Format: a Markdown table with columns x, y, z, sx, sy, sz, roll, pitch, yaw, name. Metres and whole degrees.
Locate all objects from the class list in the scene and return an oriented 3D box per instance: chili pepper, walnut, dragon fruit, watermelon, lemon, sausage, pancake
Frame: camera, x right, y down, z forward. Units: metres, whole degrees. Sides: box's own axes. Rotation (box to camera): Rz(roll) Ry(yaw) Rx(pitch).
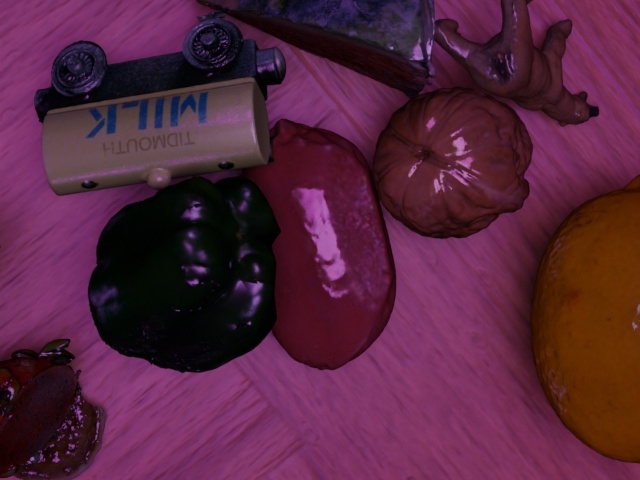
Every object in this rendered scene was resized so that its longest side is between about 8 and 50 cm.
| x | y | z | sx | sy | sz | roll | pitch | yaw | name |
| --- | --- | --- | --- | --- | --- | --- | --- | --- | --- |
| -0.140 | 0.044 | 1.310 | 0.165 | 0.261 | 0.174 | 0 | 69 | -37 | chili pepper |
| 0.136 | -0.075 | 1.372 | 0.155 | 0.184 | 0.155 | 0 | 91 | 26 | walnut |
| -0.317 | 0.167 | 1.338 | 0.175 | 0.138 | 0.142 | 1 | 58 | 17 | dragon fruit |
| 0.019 | -0.234 | 1.341 | 0.231 | 0.310 | 0.193 | -6 | 95 | -44 | watermelon |
| 0.332 | 0.081 | 1.363 | 0.260 | 0.260 | 0.284 | 21 | 92 | -7 | lemon |
| 0.000 | 0.000 | 1.375 | 0.148 | 0.148 | 0.254 | -20 | 94 | -5 | sausage |
| -0.288 | 0.194 | 1.414 | 0.129 | 0.022 | 0.116 | 16 | 92 | -2 | pancake |

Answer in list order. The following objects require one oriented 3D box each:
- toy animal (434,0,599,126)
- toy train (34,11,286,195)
| x | y | z | sx | sy | sz | roll | pitch | yaw | name |
| --- | --- | --- | --- | --- | --- | --- | --- | --- | --- |
| 0.207 | -0.174 | 1.390 | 0.103 | 0.218 | 0.101 | -30 | 69 | 23 | toy animal |
| -0.155 | -0.117 | 1.322 | 0.253 | 0.105 | 0.157 | -8 | 62 | 9 | toy train |
